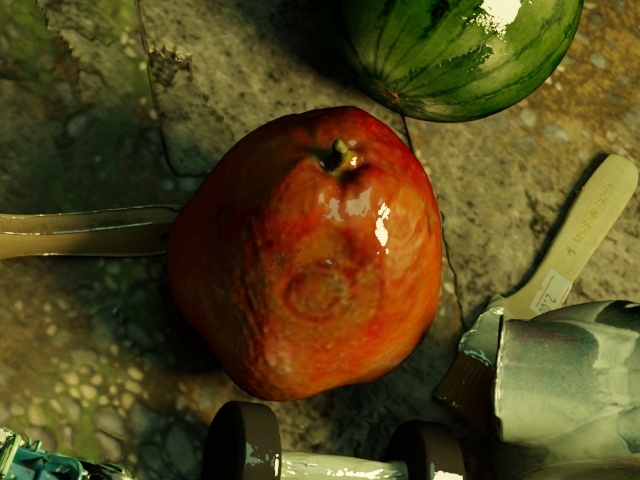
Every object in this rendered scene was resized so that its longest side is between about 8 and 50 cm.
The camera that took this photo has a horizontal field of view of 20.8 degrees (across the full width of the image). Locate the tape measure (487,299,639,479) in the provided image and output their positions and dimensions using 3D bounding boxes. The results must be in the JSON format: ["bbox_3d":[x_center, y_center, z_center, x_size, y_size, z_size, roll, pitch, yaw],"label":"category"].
[{"bbox_3d":[0.262,0.137,1.396,0.256,0.275,0.147,4,68,11],"label":"tape measure"}]

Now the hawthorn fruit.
[{"bbox_3d":[0.000,0.000,1.353,0.224,0.261,0.224,11,51,-13],"label":"hawthorn fruit"}]

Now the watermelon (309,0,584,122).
[{"bbox_3d":[0.111,-0.224,1.520,0.242,0.242,0.242,9,64,-19],"label":"watermelon"}]

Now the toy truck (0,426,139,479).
[{"bbox_3d":[-0.207,0.178,1.293,0.154,0.078,0.080,24,61,-12],"label":"toy truck"}]

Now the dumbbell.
[{"bbox_3d":[0.010,0.183,1.371,0.191,0.100,0.100,9,64,-20],"label":"dumbbell"}]

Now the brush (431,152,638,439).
[{"bbox_3d":[0.206,0.037,1.567,0.085,0.020,0.336,37,58,-3],"label":"brush"}]

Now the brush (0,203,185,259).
[{"bbox_3d":[-0.260,-0.017,1.372,0.327,0.070,0.065,-3,58,-26],"label":"brush"}]
